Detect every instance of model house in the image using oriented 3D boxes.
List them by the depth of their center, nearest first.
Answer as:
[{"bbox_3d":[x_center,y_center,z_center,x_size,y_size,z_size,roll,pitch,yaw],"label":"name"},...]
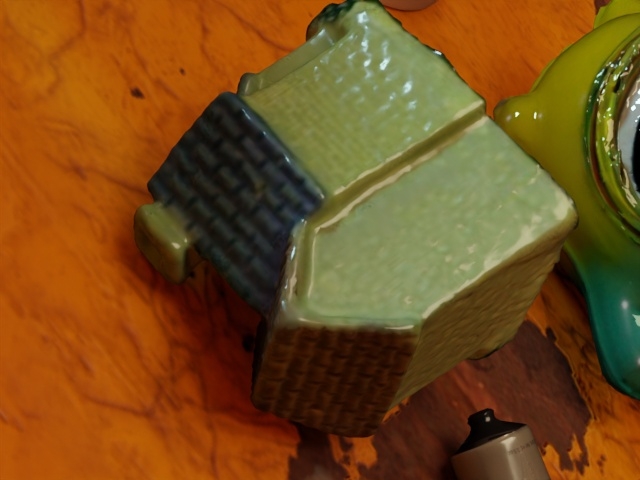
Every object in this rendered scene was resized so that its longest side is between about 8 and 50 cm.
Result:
[{"bbox_3d":[0.000,0.000,0.994,0.189,0.195,0.214,-33,73,-30],"label":"model house"}]

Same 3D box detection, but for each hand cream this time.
[{"bbox_3d":[0.135,0.195,1.063,0.087,0.054,0.186,-17,82,-49],"label":"hand cream"}]

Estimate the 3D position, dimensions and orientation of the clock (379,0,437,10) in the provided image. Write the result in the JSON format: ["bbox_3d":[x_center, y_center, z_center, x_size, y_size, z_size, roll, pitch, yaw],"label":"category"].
[{"bbox_3d":[0.050,-0.280,1.320,0.197,0.068,0.197,28,44,-32],"label":"clock"}]

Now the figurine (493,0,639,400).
[{"bbox_3d":[0.289,-0.020,1.271,0.323,0.231,0.340,-40,86,-28],"label":"figurine"}]
